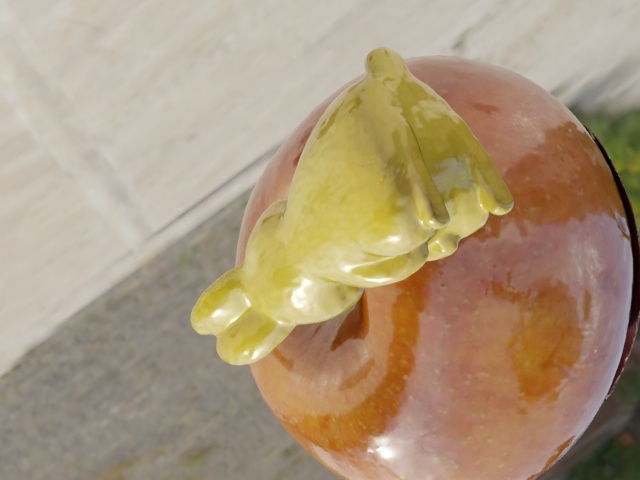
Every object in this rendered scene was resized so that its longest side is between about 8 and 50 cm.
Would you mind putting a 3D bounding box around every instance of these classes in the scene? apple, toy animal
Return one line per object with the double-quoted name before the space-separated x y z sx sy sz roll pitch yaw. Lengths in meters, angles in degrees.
"apple" 0.063 0.025 0.951 0.206 0.251 0.272 -15 128 -53
"toy animal" 0.000 -0.003 0.652 0.070 0.083 0.159 -13 158 -47
